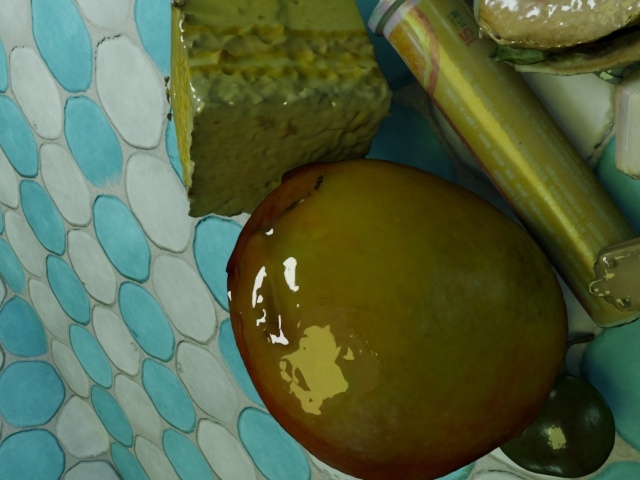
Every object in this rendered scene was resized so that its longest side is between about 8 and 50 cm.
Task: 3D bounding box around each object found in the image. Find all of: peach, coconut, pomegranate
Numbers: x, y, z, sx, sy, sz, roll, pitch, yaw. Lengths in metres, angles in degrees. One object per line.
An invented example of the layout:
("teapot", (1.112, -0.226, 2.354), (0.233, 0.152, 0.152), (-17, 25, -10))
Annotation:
("peach", (0.075, 0.069, 0.629), (0.373, 0.372, 0.290), (61, 161, -2))
("coconut", (0.327, -0.119, 0.525), (0.116, 0.116, 0.122), (11, 123, 38))
("pomegranate", (0.287, 0.195, 0.735), (0.152, 0.131, 0.191), (-17, 76, 54))

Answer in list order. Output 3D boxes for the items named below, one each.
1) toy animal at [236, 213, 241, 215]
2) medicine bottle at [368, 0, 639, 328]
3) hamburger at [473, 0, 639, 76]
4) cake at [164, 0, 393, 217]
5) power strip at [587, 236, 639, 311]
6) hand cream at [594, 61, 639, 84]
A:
("toy animal", (-0.167, -0.162, 0.971), (0.070, 0.079, 0.253), (14, 119, 44))
("medicine bottle", (0.218, -0.102, 0.637), (0.426, 0.108, 0.108), (55, 136, 3))
("hamburger", (0.251, -0.216, 0.499), (0.207, 0.135, 0.156), (24, 129, 41))
("cake", (-0.078, -0.207, 0.721), (0.227, 0.222, 0.286), (119, 140, -57))
("power strip", (0.397, 0.000, 0.518), (0.305, 0.044, 0.064), (-20, 95, 26))
("hand cream", (0.311, -0.225, 0.532), (0.065, 0.043, 0.171), (39, 131, 20))
